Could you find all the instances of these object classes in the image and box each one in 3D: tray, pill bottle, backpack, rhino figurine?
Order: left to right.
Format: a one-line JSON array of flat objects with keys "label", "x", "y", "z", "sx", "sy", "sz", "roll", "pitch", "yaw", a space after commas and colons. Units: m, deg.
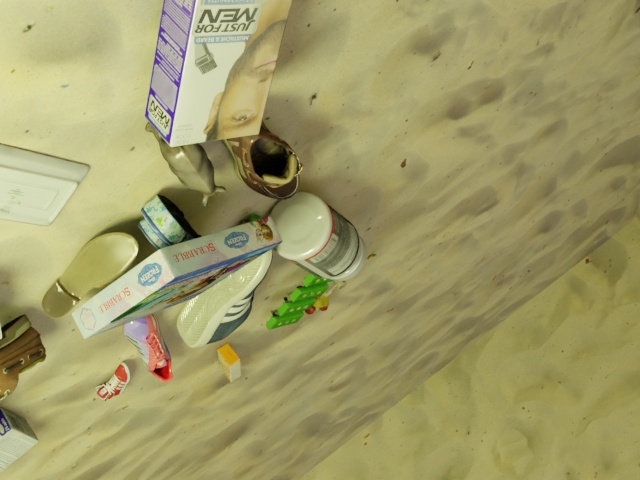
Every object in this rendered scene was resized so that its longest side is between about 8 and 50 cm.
[{"label": "tray", "x": -0.516, "y": -0.085, "z": 1.517, "sx": 0.145, "sy": 0.030, "sz": 0.270, "roll": -50, "pitch": 152, "yaw": 17}, {"label": "backpack", "x": -0.307, "y": -0.028, "z": 1.789, "sx": 0.084, "sy": 0.105, "sz": 0.114, "roll": -40, "pitch": 152, "yaw": -2}, {"label": "rhino figurine", "x": -0.242, "y": -0.139, "z": 1.711, "sx": 0.073, "sy": 0.106, "sz": 0.243, "roll": -39, "pitch": 152, "yaw": -5}, {"label": "pill bottle", "x": 0.000, "y": 0.000, "z": 2.169, "sx": 0.161, "sy": 0.161, "sz": 0.283, "roll": -45, "pitch": 153, "yaw": 5}]

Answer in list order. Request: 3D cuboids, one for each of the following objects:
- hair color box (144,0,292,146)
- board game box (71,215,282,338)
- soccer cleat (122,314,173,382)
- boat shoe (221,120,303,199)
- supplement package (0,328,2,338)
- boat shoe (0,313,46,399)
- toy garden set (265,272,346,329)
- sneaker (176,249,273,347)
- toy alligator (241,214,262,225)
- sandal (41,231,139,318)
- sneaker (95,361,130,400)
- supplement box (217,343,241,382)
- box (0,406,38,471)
[{"label": "hair color box", "x": -0.165, "y": -0.330, "z": 1.494, "sx": 0.185, "sy": 0.110, "sz": 0.338, "roll": -14, "pitch": 138, "yaw": -35}, {"label": "board game box", "x": -0.286, "y": 0.073, "z": 1.828, "sx": 0.318, "sy": 0.066, "sz": 0.319, "roll": -31, "pitch": 173, "yaw": 39}, {"label": "soccer cleat", "x": -0.389, "y": 0.244, "z": 2.088, "sx": 0.083, "sy": 0.095, "sz": 0.248, "roll": -33, "pitch": 152, "yaw": -17}, {"label": "boat shoe", "x": -0.103, "y": -0.154, "z": 1.851, "sx": 0.123, "sy": 0.123, "sz": 0.342, "roll": -39, "pitch": 153, "yaw": -6}, {"label": "supplement package", "x": -0.663, "y": 0.143, "z": 1.574, "sx": 0.179, "sy": 0.105, "sz": 0.105, "roll": -24, "pitch": 148, "yaw": -30}, {"label": "boat shoe", "x": -0.600, "y": 0.248, "z": 1.651, "sx": 0.111, "sy": 0.104, "sz": 0.307, "roll": -25, "pitch": -166, "yaw": 29}, {"label": "toy garden set", "x": -0.020, "y": 0.136, "z": 2.430, "sx": 0.204, "sy": 0.049, "sz": 0.244, "roll": -10, "pitch": 150, "yaw": -45}, {"label": "sneaker", "x": -0.197, "y": 0.112, "z": 2.124, "sx": 0.148, "sy": 0.131, "sz": 0.350, "roll": -4, "pitch": 144, "yaw": -50}, {"label": "toy alligator", "x": -0.152, "y": -0.005, "z": 2.089, "sx": 0.189, "sy": 0.056, "sz": 0.051, "roll": 98, "pitch": 7, "yaw": -52}, {"label": "sandal", "x": -0.449, "y": 0.058, "z": 1.792, "sx": 0.240, "sy": 0.088, "sz": 0.079, "roll": -40, "pitch": -175, "yaw": 11}, {"label": "sneaker", "x": -0.493, "y": 0.338, "z": 2.148, "sx": 0.067, "sy": 0.042, "sz": 0.118, "roll": -22, "pitch": 149, "yaw": -40}, {"label": "supplement box", "x": -0.246, "y": 0.330, "z": 2.437, "sx": 0.036, "sy": 0.062, "sz": 0.098, "roll": -31, "pitch": 150, "yaw": -23}, {"label": "box", "x": -0.713, "y": 0.444, "z": 1.981, "sx": 0.137, "sy": 0.072, "sz": 0.126, "roll": -39, "pitch": 153, "yaw": -7}]
